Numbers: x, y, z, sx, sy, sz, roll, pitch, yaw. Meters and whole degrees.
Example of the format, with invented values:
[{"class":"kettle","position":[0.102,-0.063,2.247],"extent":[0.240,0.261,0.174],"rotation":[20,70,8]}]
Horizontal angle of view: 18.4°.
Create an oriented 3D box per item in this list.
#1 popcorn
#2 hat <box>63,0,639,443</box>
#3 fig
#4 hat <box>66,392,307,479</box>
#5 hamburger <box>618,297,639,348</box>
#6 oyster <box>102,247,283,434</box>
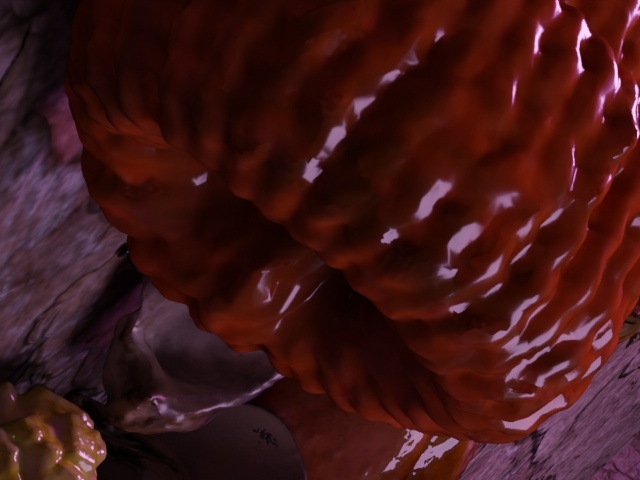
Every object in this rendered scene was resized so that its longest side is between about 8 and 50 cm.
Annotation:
[{"class":"popcorn","position":[-0.181,0.156,1.144],"extent":[0.145,0.126,0.125],"rotation":[-64,-166,-13]},{"class":"hat","position":[0.072,-0.118,0.949],"extent":[0.400,0.285,0.285],"rotation":[-54,169,-29]},{"class":"fig","position":[0.012,0.108,1.374],"extent":[0.263,0.224,0.224],"rotation":[-57,161,23]},{"class":"hat","position":[-0.093,0.176,1.265],"extent":[0.175,0.147,0.085],"rotation":[-4,145,-2]},{"class":"hamburger","position":[0.235,0.006,1.764],"extent":[0.155,0.282,0.245],"rotation":[-39,-153,2]},{"class":"oyster","position":[0.002,0.003,1.192],"extent":[0.337,0.133,0.198],"rotation":[-34,-174,0]}]
